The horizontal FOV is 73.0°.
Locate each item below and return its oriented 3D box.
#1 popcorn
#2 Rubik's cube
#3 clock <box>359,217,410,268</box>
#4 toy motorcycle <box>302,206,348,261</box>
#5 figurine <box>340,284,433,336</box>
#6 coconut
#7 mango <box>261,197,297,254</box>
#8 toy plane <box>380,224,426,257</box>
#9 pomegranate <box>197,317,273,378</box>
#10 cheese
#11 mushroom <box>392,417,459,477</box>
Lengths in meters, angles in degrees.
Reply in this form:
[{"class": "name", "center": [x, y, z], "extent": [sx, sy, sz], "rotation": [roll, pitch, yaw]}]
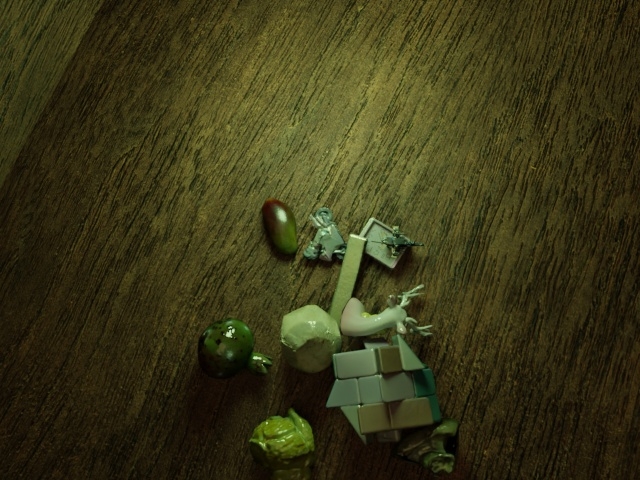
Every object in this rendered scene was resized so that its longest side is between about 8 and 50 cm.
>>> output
[{"class": "popcorn", "center": [-0.142, 0.801, 1.659], "extent": [0.225, 0.276, 0.276], "rotation": [-29, 74, -36]}, {"class": "Rubik's cube", "center": [0.232, 0.540, 1.592], "extent": [0.367, 0.387, 0.359], "rotation": [-14, 73, 23]}, {"class": "clock", "center": [0.261, 0.012, 1.826], "extent": [0.197, 0.063, 0.150], "rotation": [32, 86, 12]}, {"class": "toy motorcycle", "center": [0.000, 0.000, 1.839], "extent": [0.204, 0.108, 0.239], "rotation": [-28, 77, 2]}, {"class": "figurine", "center": [0.274, 0.285, 1.703], "extent": [0.315, 0.284, 0.207], "rotation": [-5, 85, 33]}, {"class": "coconut", "center": [-0.045, 0.379, 1.710], "extent": [0.244, 0.247, 0.245], "rotation": [-5, 112, -11]}, {"class": "mango", "center": [-0.170, -0.066, 1.875], "extent": [0.133, 0.111, 0.268], "rotation": [-20, 82, -8]}, {"class": "toy plane", "center": [0.335, 0.008, 1.751], "extent": [0.188, 0.062, 0.135], "rotation": [4, 79, 9]}, {"class": "pomegranate", "center": [-0.342, 0.438, 1.756], "extent": [0.305, 0.242, 0.243], "rotation": [4, 79, -12]}, {"class": "cheese", "center": [0.109, 0.174, 1.800], "extent": [0.085, 0.034, 0.401], "rotation": [15, 92, 15]}, {"class": "mushroom", "center": [0.387, 0.736, 1.570], "extent": [0.217, 0.292, 0.212], "rotation": [8, 78, 23]}]
